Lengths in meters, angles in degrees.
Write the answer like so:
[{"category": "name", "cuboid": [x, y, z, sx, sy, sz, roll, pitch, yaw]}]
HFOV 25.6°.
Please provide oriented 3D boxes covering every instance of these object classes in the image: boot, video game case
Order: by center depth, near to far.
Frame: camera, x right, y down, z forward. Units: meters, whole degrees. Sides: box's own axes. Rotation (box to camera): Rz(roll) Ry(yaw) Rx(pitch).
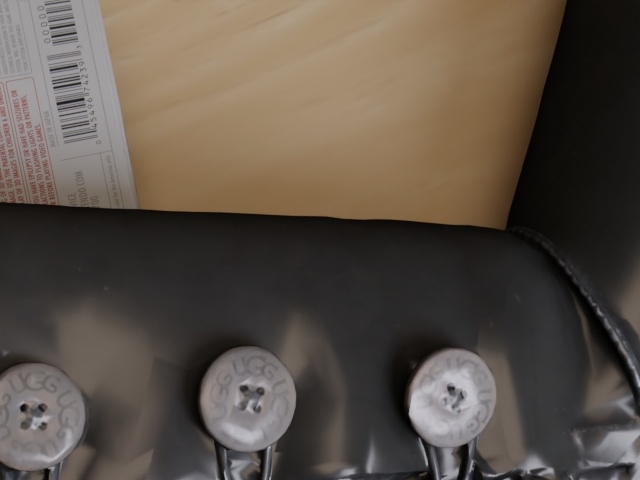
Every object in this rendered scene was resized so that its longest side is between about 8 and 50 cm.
[{"category": "video game case", "cuboid": [-0.172, -0.003, 0.607, 0.193, 0.023, 0.212, -13, 98, -23]}, {"category": "boot", "cuboid": [0.000, 0.002, 0.609, 0.445, 0.146, 0.367, -3, 78, -13]}]
